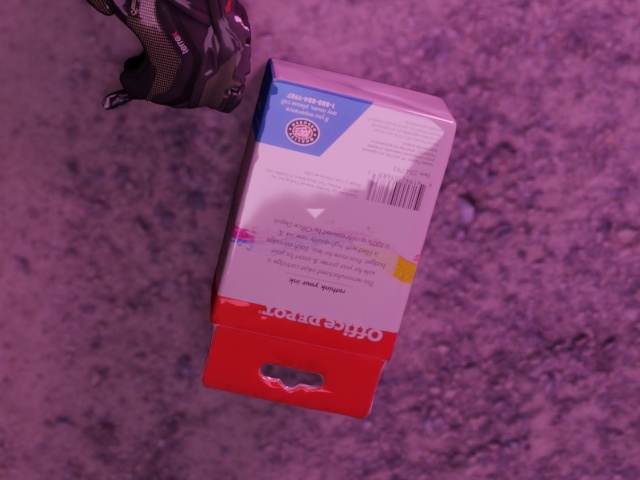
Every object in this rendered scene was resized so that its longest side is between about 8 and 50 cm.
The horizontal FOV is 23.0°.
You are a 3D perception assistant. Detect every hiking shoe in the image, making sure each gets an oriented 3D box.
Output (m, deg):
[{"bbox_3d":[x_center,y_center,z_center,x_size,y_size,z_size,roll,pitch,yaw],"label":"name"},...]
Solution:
[{"bbox_3d":[-0.105,-0.192,1.049,0.114,0.086,0.226,-4,110,-8],"label":"hiking shoe"}]

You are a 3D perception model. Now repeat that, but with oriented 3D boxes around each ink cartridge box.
[{"bbox_3d":[0.000,0.000,1.127,0.134,0.078,0.231,13,107,-9],"label":"ink cartridge box"}]
